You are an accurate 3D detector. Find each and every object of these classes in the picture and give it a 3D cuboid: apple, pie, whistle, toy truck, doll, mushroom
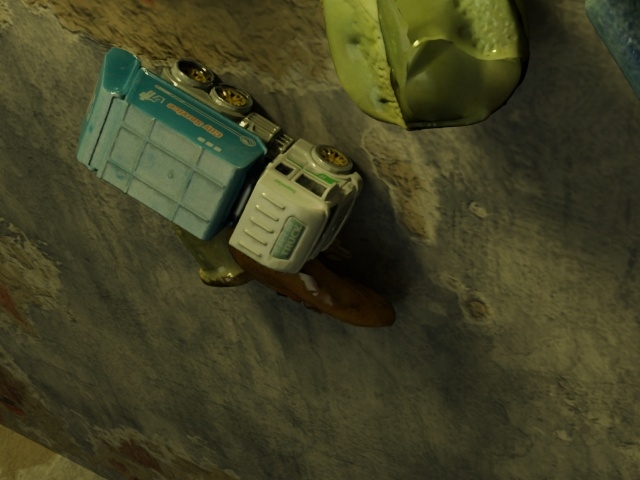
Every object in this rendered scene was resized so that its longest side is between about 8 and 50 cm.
[{"bbox_3d":[0.100,-0.207,0.964,0.207,0.174,0.188,6,118,41],"label":"apple"},{"bbox_3d":[-0.015,0.059,1.451,0.273,0.069,0.273,29,173,4],"label":"pie"},{"bbox_3d":[0.335,-0.130,0.948,0.062,0.062,0.304,-11,127,49],"label":"whistle"},{"bbox_3d":[-0.138,-0.102,1.287,0.367,0.175,0.146,30,123,5],"label":"toy truck"},{"bbox_3d":[-0.002,0.008,1.451,0.061,0.051,0.093,-19,121,46],"label":"doll"},{"bbox_3d":[-0.191,-0.061,1.508,0.107,0.087,0.333,1,132,35],"label":"mushroom"}]
